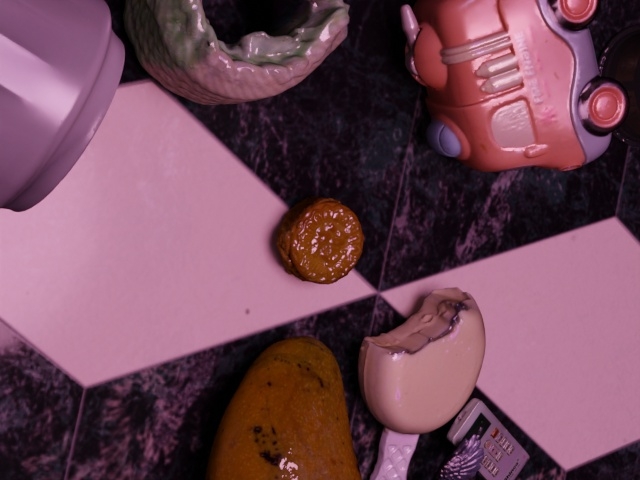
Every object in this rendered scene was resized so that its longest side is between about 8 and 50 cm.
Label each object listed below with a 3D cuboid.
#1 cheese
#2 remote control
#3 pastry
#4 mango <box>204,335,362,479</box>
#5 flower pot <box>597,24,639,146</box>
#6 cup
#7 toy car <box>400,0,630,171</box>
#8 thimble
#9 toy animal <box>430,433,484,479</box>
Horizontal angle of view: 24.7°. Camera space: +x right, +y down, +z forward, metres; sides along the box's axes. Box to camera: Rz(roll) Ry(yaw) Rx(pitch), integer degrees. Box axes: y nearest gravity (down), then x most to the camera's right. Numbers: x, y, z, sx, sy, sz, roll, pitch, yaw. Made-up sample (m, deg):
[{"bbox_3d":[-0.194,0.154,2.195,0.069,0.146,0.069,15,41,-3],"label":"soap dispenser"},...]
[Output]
[{"bbox_3d":[0.119,0.184,1.701,0.163,0.071,0.248,-15,114,-29],"label":"cheese"},{"bbox_3d":[0.199,0.249,1.748,0.065,0.029,0.166,-53,135,-11],"label":"remote control"},{"bbox_3d":[0.000,0.000,1.631,0.109,0.057,0.097,6,91,-29],"label":"pastry"},{"bbox_3d":[-0.035,0.270,1.568,0.176,0.176,0.329,-3,95,-75],"label":"mango"},{"bbox_3d":[0.438,-0.197,1.852,0.157,0.107,0.157,-2,94,-29],"label":"flower pot"},{"bbox_3d":[-0.388,-0.154,1.315,0.327,0.237,0.323,33,106,-28],"label":"cup"},{"bbox_3d":[0.208,-0.192,1.681,0.212,0.180,0.270,-23,107,-12],"label":"toy car"},{"bbox_3d":[-0.086,-0.244,1.516,0.219,0.150,0.219,-1,93,-30],"label":"thimble"},{"bbox_3d":[0.120,0.315,1.698,0.220,0.062,0.108,-46,135,5],"label":"toy animal"}]
